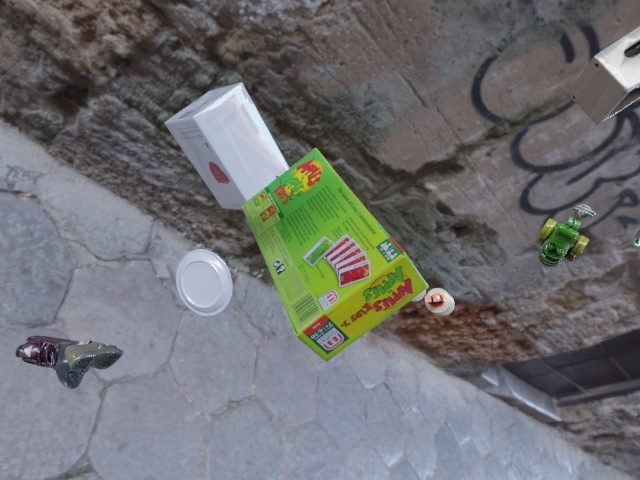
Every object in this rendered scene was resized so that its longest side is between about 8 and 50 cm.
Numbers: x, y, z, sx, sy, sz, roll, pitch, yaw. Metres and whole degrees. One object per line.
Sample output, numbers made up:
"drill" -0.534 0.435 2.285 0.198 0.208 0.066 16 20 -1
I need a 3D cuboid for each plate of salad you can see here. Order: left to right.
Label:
"plate of salad" -0.336 0.123 1.377 0.199 0.200 0.048 65 24 2

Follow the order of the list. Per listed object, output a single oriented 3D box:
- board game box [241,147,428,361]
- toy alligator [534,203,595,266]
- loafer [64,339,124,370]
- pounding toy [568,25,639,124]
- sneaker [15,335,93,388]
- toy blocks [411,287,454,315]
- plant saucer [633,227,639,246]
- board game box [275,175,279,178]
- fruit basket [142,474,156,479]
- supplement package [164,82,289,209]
"board game box" 0.000 0.000 0.392 0.043 0.092 0.181 50 5 -39
"toy alligator" 0.320 0.003 0.631 0.056 0.051 0.190 34 -3 22
"loafer" -0.459 0.229 0.961 0.050 0.056 0.148 44 -3 16
"pounding toy" 0.466 -0.270 0.721 0.100 0.141 0.130 57 2 15
"sneaker" -0.640 0.280 1.114 0.163 0.281 0.106 14 76 -17
"toy blocks" 0.204 0.106 0.969 0.054 0.123 0.148 -63 149 -1
"plant saucer" 0.713 -0.036 0.868 0.241 0.241 0.037 19 61 -50
"board game box" -0.005 -0.030 0.640 0.133 0.033 0.168 48 -13 11
"fruit basket" -0.272 0.341 0.389 0.353 0.327 0.165 -41 98 -32
"supplement package" -0.245 -0.248 1.292 0.175 0.178 0.293 -47 123 -27
